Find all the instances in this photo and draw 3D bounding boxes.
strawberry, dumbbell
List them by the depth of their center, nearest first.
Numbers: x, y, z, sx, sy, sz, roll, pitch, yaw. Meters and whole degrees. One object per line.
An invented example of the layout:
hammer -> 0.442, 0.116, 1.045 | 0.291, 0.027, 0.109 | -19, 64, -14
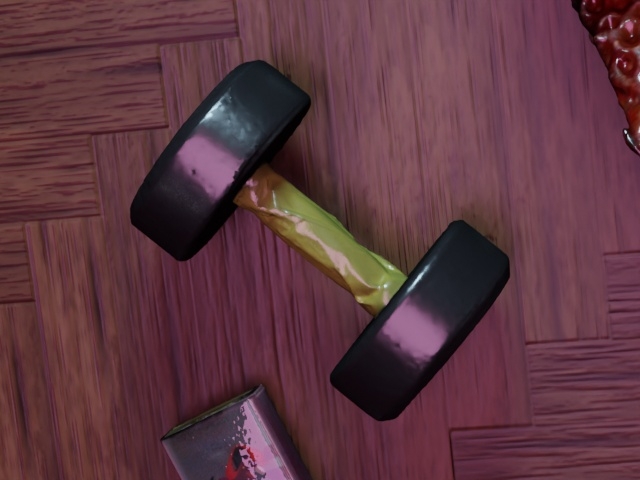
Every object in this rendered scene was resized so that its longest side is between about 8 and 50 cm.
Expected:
strawberry -> 0.329, -0.144, 1.601 | 0.150, 0.280, 0.253 | -26, 85, 11
dumbbell -> 0.000, 0.000, 1.715 | 0.322, 0.204, 0.204 | 39, 104, 1

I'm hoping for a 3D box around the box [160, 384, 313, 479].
box -> -0.060, 0.270, 1.843 | 0.120, 0.069, 0.224 | -28, 93, 14
